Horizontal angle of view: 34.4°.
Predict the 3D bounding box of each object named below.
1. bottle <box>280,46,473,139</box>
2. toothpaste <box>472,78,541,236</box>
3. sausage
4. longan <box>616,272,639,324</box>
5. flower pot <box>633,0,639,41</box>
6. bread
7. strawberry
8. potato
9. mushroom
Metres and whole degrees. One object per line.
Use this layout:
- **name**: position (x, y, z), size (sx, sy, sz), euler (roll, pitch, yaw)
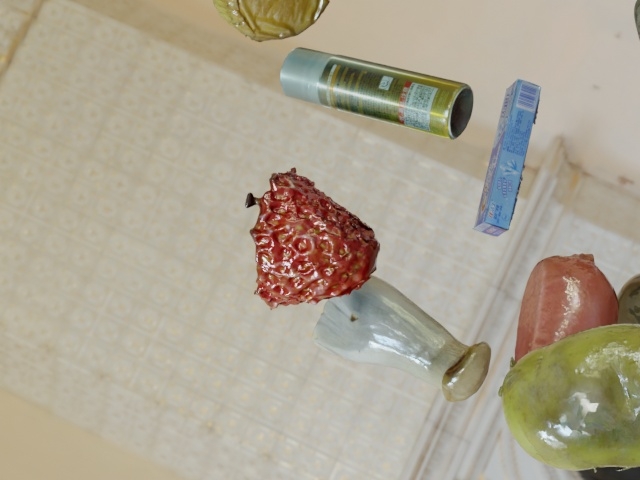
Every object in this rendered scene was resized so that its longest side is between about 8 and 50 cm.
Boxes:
- **bottle**: position (0.076, -0.217, 1.499), size (0.082, 0.286, 0.082), euler (-38, -43, -46)
- **toothpaste**: position (0.327, -0.146, 1.812), size (0.066, 0.053, 0.272), euler (141, 145, -74)
- **sausage**: position (0.358, 0.136, 1.521), size (0.148, 0.148, 0.254), euler (92, -169, -71)
- **longan**: position (0.599, 0.142, 1.760), size (0.196, 0.220, 0.196), euler (-48, 8, 9)
- **flower pot**: position (0.670, -0.385, 1.699), size (0.302, 0.213, 0.302), euler (-35, -26, -20)
- **bread**: position (-0.097, -0.503, 1.894), size (0.142, 0.227, 0.253), euler (-117, 15, -49)
- **strawberry**: position (0.000, 0.000, 1.577), size (0.234, 0.178, 0.233), euler (7, -90, -72)
- **potato**: position (0.337, 0.183, 1.201), size (0.143, 0.248, 0.169), euler (-5, -100, -83)
- **mushroom**: position (0.134, 0.168, 1.713), size (0.122, 0.329, 0.159), euler (-22, -51, -44)
